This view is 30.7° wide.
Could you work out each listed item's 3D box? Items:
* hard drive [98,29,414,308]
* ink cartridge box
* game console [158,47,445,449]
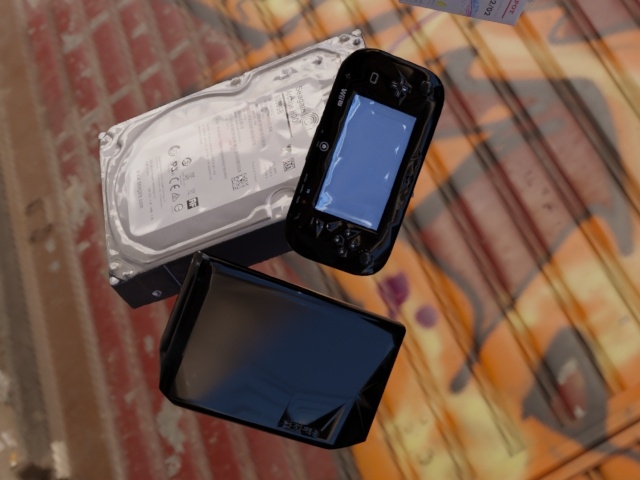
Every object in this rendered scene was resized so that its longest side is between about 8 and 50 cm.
[{"bbox_3d":[-0.081,-0.083,1.298,0.064,0.339,0.237,59,15,-50],"label":"hard drive"},{"bbox_3d":[0.184,-0.306,1.300,0.181,0.104,0.061,8,45,-16],"label":"ink cartridge box"},{"bbox_3d":[0.000,0.000,1.055,0.213,0.361,0.044,20,-1,-24],"label":"game console"}]
